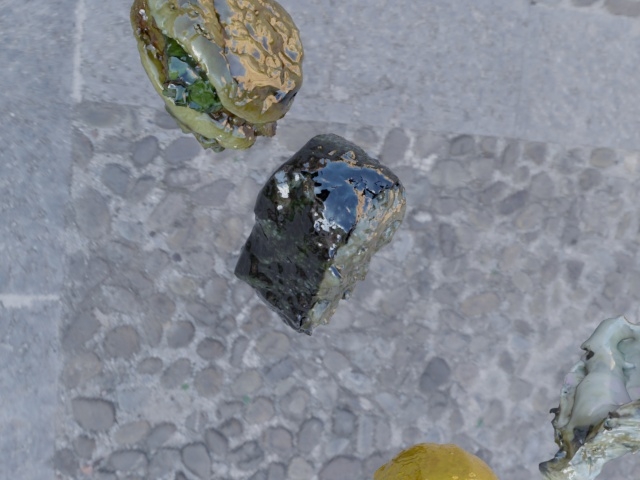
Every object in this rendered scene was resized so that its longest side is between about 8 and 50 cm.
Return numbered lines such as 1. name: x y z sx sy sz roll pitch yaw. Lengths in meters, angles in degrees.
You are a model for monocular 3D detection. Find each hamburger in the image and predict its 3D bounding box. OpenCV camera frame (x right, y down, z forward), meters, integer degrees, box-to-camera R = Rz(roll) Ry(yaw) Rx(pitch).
1. hamburger: -0.096 -0.192 0.823 0.130 0.206 0.183 -22 69 14

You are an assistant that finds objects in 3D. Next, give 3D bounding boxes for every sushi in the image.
1. sushi: 0.000 0.000 1.237 0.171 0.350 0.211 44 55 13

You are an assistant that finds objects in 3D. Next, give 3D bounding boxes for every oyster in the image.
1. oyster: 0.261 0.140 0.720 0.191 0.163 0.081 -35 110 2

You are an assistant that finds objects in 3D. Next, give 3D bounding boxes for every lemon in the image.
1. lemon: 0.111 0.262 0.790 0.142 0.187 0.142 1 114 3
